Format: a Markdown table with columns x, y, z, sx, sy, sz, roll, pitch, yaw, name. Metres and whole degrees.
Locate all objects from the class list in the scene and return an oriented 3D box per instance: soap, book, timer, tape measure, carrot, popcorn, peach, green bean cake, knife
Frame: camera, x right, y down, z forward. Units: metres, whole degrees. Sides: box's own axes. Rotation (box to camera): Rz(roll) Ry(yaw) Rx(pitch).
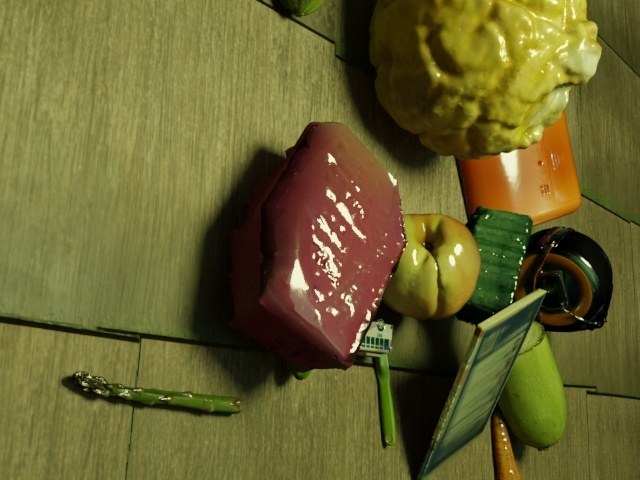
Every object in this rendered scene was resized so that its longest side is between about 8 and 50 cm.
| x | y | z | sx | sy | sz | roll | pitch | yaw | name |
| --- | --- | --- | --- | --- | --- | --- | --- | --- | --- |
| 0.000 | 0.000 | 1.073 | 0.220 | 0.127 | 0.325 | 42 | 50 | -19 | soap |
| 0.263 | 0.240 | 1.312 | 0.228 | 0.018 | 0.322 | -17 | 131 | -49 | book |
| 0.379 | -0.143 | 1.591 | 0.250 | 0.161 | 0.257 | -15 | 95 | -34 | timer |
| 0.475 | 0.085 | 1.584 | 0.135 | 0.202 | 0.223 | -43 | 120 | -48 | tape measure |
| 0.359 | 0.451 | 1.492 | 0.061 | 0.061 | 0.256 | -9 | 86 | -50 | carrot |
| 0.255 | -0.330 | 1.298 | 0.354 | 0.344 | 0.390 | -45 | 105 | -26 | popcorn |
| 0.162 | 0.041 | 1.247 | 0.184 | 0.184 | 0.184 | 12 | 74 | -48 | peach |
| 0.285 | 0.063 | 1.390 | 0.193 | 0.107 | 0.208 | 100 | 7 | -64 | green bean cake |
| 0.102 | 0.234 | 1.260 | 0.026 | 0.022 | 0.184 | 13 | 70 | -74 | knife |

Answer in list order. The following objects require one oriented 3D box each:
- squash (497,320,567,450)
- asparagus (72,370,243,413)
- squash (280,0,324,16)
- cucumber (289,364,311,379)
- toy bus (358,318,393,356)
| x | y | z | sx | sy | sz | roll | pitch | yaw | name |
| --- | --- | --- | --- | --- | --- | --- | --- | --- | --- |
| 0.397 | 0.287 | 1.514 | 0.132 | 0.132 | 0.247 | -39 | 114 | -46 | squash |
| -0.186 | 0.183 | 0.934 | 0.248 | 0.024 | 0.025 | 21 | 24 | -45 | asparagus |
| -0.018 | -0.503 | 1.207 | 0.094 | 0.094 | 0.341 | 12 | 73 | -48 | squash |
| 0.011 | 0.100 | 1.156 | 0.056 | 0.056 | 0.250 | 56 | 46 | -26 | cucumber |
| 0.063 | 0.146 | 1.208 | 0.102 | 0.052 | 0.058 | 16 | 73 | -45 | toy bus |
